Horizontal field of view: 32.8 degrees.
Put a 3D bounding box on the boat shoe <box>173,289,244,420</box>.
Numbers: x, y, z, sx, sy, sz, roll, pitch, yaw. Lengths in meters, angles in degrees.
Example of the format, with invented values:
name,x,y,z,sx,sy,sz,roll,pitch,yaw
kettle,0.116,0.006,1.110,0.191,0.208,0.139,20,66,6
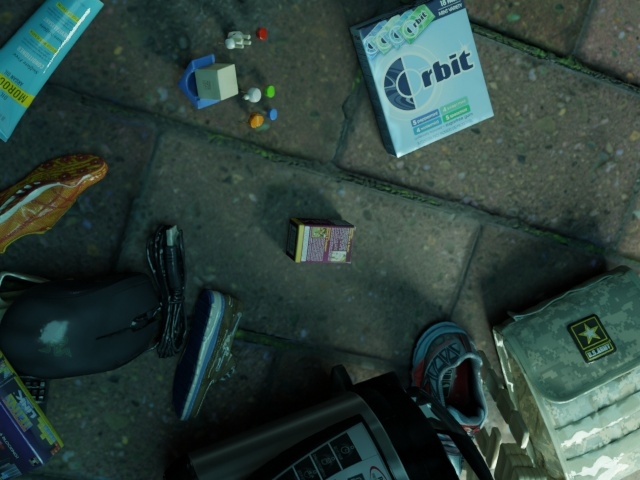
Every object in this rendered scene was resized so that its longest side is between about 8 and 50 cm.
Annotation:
name,x,y,z,sx,sy,sz,roll,pitch,yaw
boat shoe,-0.146,0.160,1.459,0.066,0.066,0.183,12,102,-29

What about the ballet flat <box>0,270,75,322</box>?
name,x,y,z,sx,sy,sz,roll,pitch,yaw
ballet flat,-0.411,0.076,1.326,0.248,0.086,0.086,-1,105,-30

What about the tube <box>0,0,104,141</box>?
name,x,y,z,sx,sy,sz,roll,pitch,yaw
tube,-0.343,-0.221,1.293,0.080,0.052,0.207,39,95,-16

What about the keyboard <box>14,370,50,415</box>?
name,x,y,z,sx,sy,sz,roll,pitch,yaw
keyboard,-0.437,0.187,1.378,0.180,0.023,0.108,4,103,-23

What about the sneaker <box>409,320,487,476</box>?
name,x,y,z,sx,sy,sz,roll,pitch,yaw
sneaker,0.182,0.258,1.580,0.104,0.125,0.262,-5,106,-19

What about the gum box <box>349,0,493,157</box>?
name,x,y,z,sx,sy,sz,roll,pitch,yaw
gum box,0.139,-0.228,1.477,0.157,0.041,0.184,-24,113,-13

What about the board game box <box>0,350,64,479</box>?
name,x,y,z,sx,sy,sz,roll,pitch,yaw
board game box,-0.406,0.207,1.290,0.141,0.048,0.170,-27,100,33

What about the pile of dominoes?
name,x,y,z,sx,sy,sz,roll,pitch,yaw
pile of dominoes,0.258,0.300,1.552,0.040,0.251,0.196,4,112,-9

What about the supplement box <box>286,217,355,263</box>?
name,x,y,z,sx,sy,sz,roll,pitch,yaw
supplement box,0.000,0.000,1.484,0.083,0.043,0.055,2,103,-21

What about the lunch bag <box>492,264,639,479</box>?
name,x,y,z,sx,sy,sz,roll,pitch,yaw
lunch bag,0.409,0.205,1.635,0.235,0.169,0.287,-24,104,-10

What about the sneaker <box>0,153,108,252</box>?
name,x,y,z,sx,sy,sz,roll,pitch,yaw
sneaker,-0.339,-0.050,1.339,0.175,0.064,0.067,-30,133,-6

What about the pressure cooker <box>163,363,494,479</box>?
name,x,y,z,sx,sy,sz,roll,pitch,yaw
pressure cooker,0.036,0.386,1.426,0.420,0.375,0.370,-18,111,-12

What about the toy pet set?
name,x,y,z,sx,sy,sz,roll,pitch,yaw
toy pet set,-0.120,-0.202,1.387,0.114,0.065,0.122,-32,122,-49

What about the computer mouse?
name,x,y,z,sx,sy,sz,roll,pitch,yaw
computer mouse,-0.262,0.095,1.340,0.272,0.072,0.189,-16,115,-42
